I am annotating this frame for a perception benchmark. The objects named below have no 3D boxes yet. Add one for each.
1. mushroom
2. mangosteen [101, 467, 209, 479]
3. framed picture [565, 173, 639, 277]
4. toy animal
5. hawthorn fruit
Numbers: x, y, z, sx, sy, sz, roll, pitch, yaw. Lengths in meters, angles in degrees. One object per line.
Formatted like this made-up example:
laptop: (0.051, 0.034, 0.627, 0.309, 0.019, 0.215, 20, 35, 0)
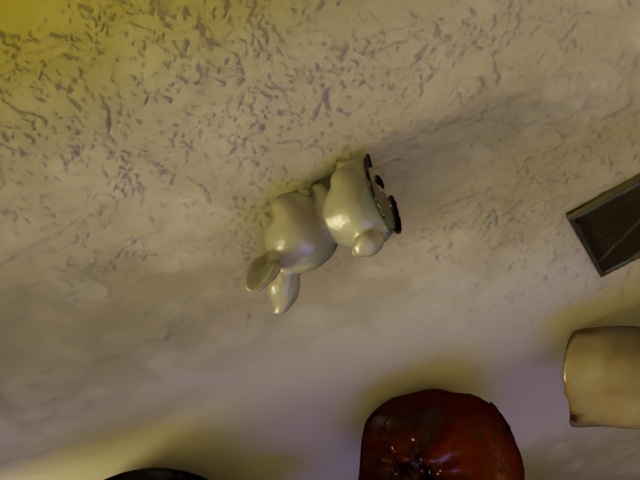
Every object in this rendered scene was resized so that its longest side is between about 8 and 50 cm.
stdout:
mushroom: (0.394, 0.155, 0.793, 0.290, 0.292, 0.292, -11, 143, 32)
mangosteen: (-0.158, 0.389, 0.836, 0.330, 0.330, 0.330, -8, 136, -8)
framed picture: (0.310, -0.029, 0.749, 0.149, 0.011, 0.109, -30, 135, 14)
toy animal: (-0.001, -0.006, 0.640, 0.124, 0.085, 0.071, -21, 154, 13)
hawthorn fruit: (0.136, 0.254, 0.873, 0.185, 0.185, 0.202, -31, 149, 16)
